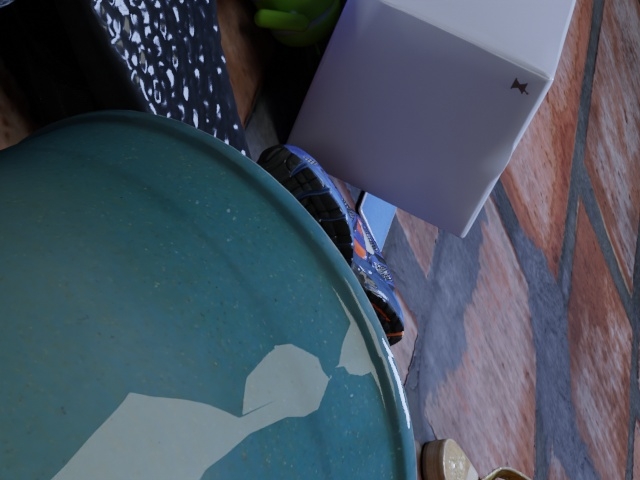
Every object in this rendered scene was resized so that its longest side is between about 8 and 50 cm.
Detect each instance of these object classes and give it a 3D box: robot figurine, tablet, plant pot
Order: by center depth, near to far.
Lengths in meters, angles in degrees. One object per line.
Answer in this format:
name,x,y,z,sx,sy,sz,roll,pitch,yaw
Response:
plant pot,-0.143,0.108,0.512,0.255,0.271,0.272,-26,104,-50
robot figurine,-0.025,-0.210,1.105,0.101,0.067,0.115,-90,156,-50
tablet,0.055,-0.032,1.274,0.054,0.006,0.083,64,29,-29

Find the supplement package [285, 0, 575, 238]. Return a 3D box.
supplement package,0.110,-0.177,1.175,0.293,0.175,0.177,-65,-179,-53

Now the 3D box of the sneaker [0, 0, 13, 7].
sneaker,-0.237,-0.191,0.586,0.299,0.112,0.121,24,59,-55

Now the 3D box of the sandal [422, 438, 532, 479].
sandal,0.183,0.265,1.333,0.240,0.079,0.088,49,38,-47

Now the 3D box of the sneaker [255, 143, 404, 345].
sneaker,0.000,0.000,1.078,0.087,0.083,0.221,-96,164,-45

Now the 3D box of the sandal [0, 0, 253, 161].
sandal,-0.130,-0.112,0.826,0.167,0.107,0.446,-65,150,-54
